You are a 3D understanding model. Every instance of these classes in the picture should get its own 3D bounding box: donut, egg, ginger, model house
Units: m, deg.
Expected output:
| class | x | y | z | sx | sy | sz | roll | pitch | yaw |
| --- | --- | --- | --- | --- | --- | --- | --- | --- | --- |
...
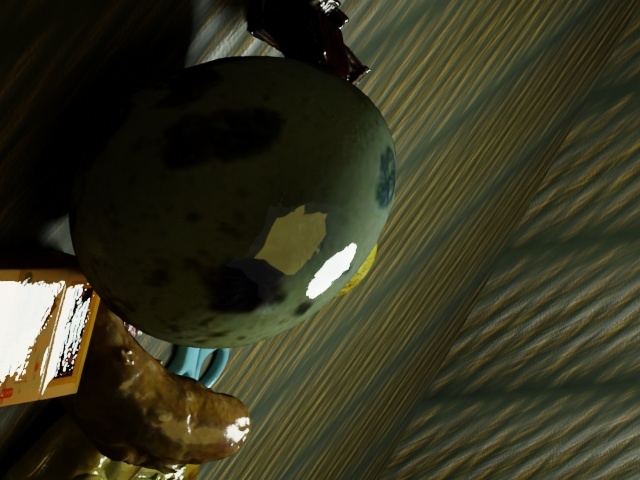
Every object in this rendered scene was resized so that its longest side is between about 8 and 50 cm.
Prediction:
| class | x | y | z | sx | sy | sz | roll | pitch | yaw |
| --- | --- | --- | --- | --- | --- | --- | --- | --- | --- |
| donut | -0.340 | 0.389 | 1.808 | 0.360 | 0.170 | 0.360 | -45 | 156 | -26 |
| egg | -0.096 | -0.054 | 1.471 | 0.428 | 0.345 | 0.345 | -24 | 145 | -22 |
| ginger | -0.250 | 0.217 | 1.649 | 0.172 | 0.321 | 0.165 | -50 | -158 | -7 |
| model house | -0.002 | -0.279 | 1.653 | 0.141 | 0.164 | 0.203 | -58 | 161 | 13 |

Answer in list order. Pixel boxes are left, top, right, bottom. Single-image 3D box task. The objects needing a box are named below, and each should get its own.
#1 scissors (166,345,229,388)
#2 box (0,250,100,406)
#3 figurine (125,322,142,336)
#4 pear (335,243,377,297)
| class | x | y | z | sx | sy | sz | roll | pitch | yaw |
| --- | --- | --- | --- | --- | --- | --- | --- | --- | --- |
| scissors | -0.191 | 0.114 | 1.942 | 0.192 | 0.029 | 0.447 | -36 | 150 | -45 |
| box | -0.376 | 0.104 | 1.426 | 0.274 | 0.076 | 0.174 | 1 | 107 | -65 |
| figurine | -0.264 | 0.103 | 1.751 | 0.129 | 0.054 | 0.072 | -25 | 127 | -43 |
| pear | 0.000 | 0.000 | 1.994 | 0.197 | 0.197 | 0.197 | -46 | 155 | -28 |
